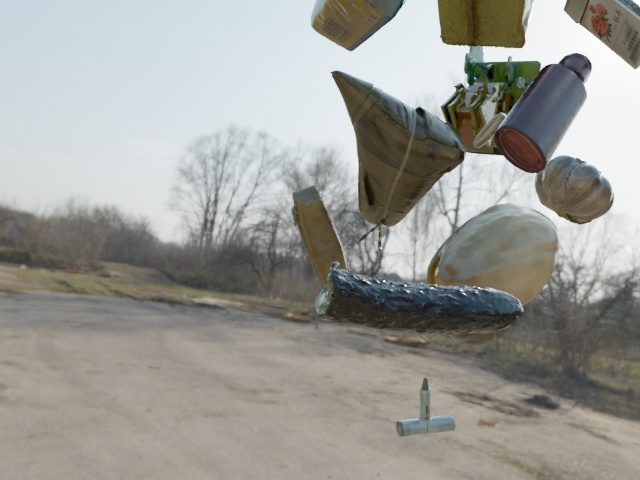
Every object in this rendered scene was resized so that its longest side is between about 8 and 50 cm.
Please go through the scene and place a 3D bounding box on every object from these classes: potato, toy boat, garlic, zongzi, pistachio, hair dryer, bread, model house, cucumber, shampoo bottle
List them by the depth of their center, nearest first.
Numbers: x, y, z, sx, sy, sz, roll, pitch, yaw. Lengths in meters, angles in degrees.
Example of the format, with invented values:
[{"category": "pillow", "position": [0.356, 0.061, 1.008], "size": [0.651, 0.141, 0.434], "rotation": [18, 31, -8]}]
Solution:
[{"category": "cucumber", "position": [0.139, 0.089, 0.722], "size": [0.303, 0.081, 0.072], "rotation": [11, 32, -20]}, {"category": "shampoo bottle", "position": [0.395, -0.232, 0.928], "size": [0.102, 0.260, 0.064], "rotation": [42, -28, -5]}, {"category": "pistachio", "position": [0.390, 0.043, 1.194], "size": [0.308, 0.230, 0.230], "rotation": [-24, -1, -8]}, {"category": "bread", "position": [0.377, -0.666, 1.292], "size": [0.233, 0.245, 0.361], "rotation": [14, -5, 30]}, {"category": "toy boat", "position": [0.000, 0.000, 1.334], "size": [0.089, 0.310, 0.115], "rotation": [-23, 32, -1]}, {"category": "hair dryer", "position": [0.281, 0.414, 1.361], "size": [0.154, 0.183, 0.044], "rotation": [0, 25, -19]}, {"category": "garlic", "position": [0.707, -0.138, 1.511], "size": [0.227, 0.152, 0.228], "rotation": [38, 8, -6]}, {"category": "zongzi", "position": [0.133, -0.253, 1.705], "size": [0.466, 0.218, 0.500], "rotation": [27, -47, -12]}, {"category": "model house", "position": [0.556, -0.474, 1.784], "size": [0.242, 0.358, 0.312], "rotation": [14, 8, 35]}, {"category": "potato", "position": [0.501, 0.277, 1.836], "size": [0.164, 0.165, 0.262], "rotation": [4, -34, 38]}]

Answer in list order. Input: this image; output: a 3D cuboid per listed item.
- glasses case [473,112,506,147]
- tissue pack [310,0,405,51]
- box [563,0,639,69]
[{"category": "glasses case", "position": [0.339, -0.221, 1.081], "size": [0.032, 0.083, 0.021], "rotation": [-5, 51, -50]}, {"category": "tissue pack", "position": [0.087, -0.498, 1.037], "size": [0.134, 0.192, 0.271], "rotation": [31, -2, -13]}, {"category": "box", "position": [0.553, -0.424, 1.026], "size": [0.029, 0.198, 0.109], "rotation": [-35, -22, -3]}]
